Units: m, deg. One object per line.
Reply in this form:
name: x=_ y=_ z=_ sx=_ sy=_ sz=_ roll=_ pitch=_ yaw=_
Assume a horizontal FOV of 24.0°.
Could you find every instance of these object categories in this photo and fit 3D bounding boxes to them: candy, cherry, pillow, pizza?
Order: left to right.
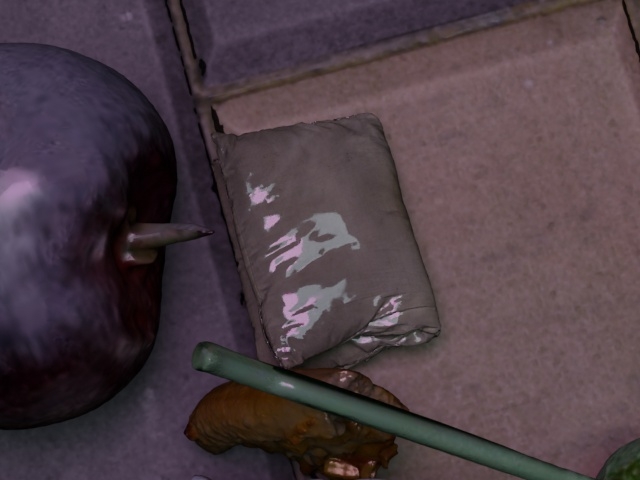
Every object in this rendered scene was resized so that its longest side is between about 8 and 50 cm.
cherry: x=-0.211 y=-0.004 z=0.994 sx=0.296 sy=0.218 sz=0.255 roll=4 pitch=86 yaw=6
pizza: x=-0.007 y=0.132 z=1.020 sx=0.161 sy=0.182 sz=0.062 roll=24 pitch=66 yaw=-40
pillow: x=0.000 y=0.000 z=1.066 sx=0.134 sy=0.078 sz=0.181 roll=-15 pitch=77 yaw=-6
candy: x=0.113 y=0.137 z=0.944 sx=0.440 sy=0.119 sz=0.119 roll=21 pitch=79 yaw=-25

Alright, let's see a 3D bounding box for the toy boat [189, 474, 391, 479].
toy boat: x=0.030 y=0.251 z=1.004 sx=0.290 sy=0.100 sz=0.199 roll=23 pitch=85 yaw=1
